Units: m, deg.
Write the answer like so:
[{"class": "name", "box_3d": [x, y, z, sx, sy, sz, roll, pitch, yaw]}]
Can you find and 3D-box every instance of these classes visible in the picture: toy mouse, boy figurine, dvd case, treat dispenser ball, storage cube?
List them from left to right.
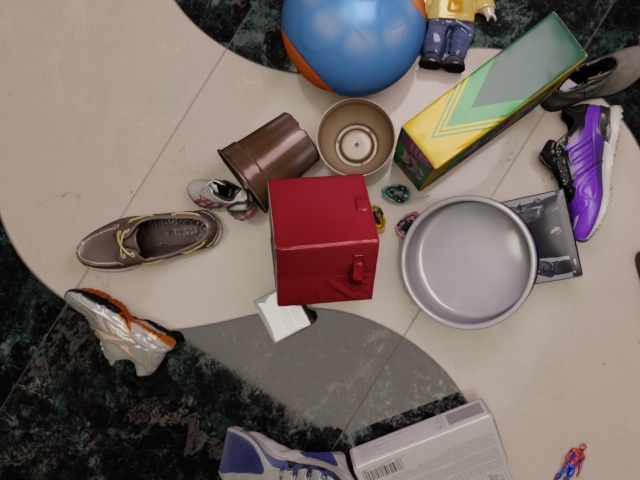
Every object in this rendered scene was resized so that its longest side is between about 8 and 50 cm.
[{"class": "storage cube", "box_3d": [0.000, 0.000, 1.345, 0.193, 0.183, 0.215, -4, 49, -5]}, {"class": "treat dispenser ball", "box_3d": [0.065, -0.431, 1.353, 0.288, 0.288, 0.288, 0, 88, 4]}, {"class": "toy mouse", "box_3d": [0.169, -0.065, 1.455, 0.143, 0.031, 0.161, -31, 93, 11]}, {"class": "boy figurine", "box_3d": [0.289, -0.502, 1.441, 0.177, 0.092, 0.285, 12, 92, 7]}, {"class": "dvd case", "box_3d": [0.397, 0.007, 1.406, 0.239, 0.029, 0.179, -12, 87, 24]}]

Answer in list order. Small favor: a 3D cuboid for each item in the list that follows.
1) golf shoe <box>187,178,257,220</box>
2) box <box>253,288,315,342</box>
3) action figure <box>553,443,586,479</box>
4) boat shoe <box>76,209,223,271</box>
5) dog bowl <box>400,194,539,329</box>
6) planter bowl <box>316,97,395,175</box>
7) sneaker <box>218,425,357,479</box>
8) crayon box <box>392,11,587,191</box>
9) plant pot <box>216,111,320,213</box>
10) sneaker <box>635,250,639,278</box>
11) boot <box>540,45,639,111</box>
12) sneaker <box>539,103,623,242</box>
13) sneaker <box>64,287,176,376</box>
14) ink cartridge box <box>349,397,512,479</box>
[{"class": "golf shoe", "box_3d": [-0.215, -0.106, 1.437, 0.186, 0.086, 0.067, 17, 59, 33]}, {"class": "box", "box_3d": [-0.075, 0.151, 1.435, 0.087, 0.101, 0.102, -29, 85, 3]}, {"class": "action figure", "box_3d": [0.520, 0.473, 1.419, 0.038, 0.030, 0.115, 32, 88, 10]}, {"class": "boat shoe", "box_3d": [-0.377, -0.001, 1.463, 0.324, 0.097, 0.116, -9, 87, 4]}, {"class": "dog bowl", "box_3d": [0.301, 0.041, 1.373, 0.265, 0.104, 0.264, 1, 93, 22]}, {"class": "planter bowl", "box_3d": [0.076, -0.207, 1.434, 0.162, 0.109, 0.162, 0, 87, 5]}, {"class": "sneaker", "box_3d": [-0.046, 0.488, 1.412, 0.316, 0.182, 0.127, 13, 87, 34]}, {"class": "crayon box", "box_3d": [0.295, -0.239, 1.293, 0.313, 0.363, 0.106, -36, 86, 2]}, {"class": "plant pot", "box_3d": [-0.101, -0.171, 1.426, 0.165, 0.167, 0.167, -38, 86, -5]}, {"class": "sneaker", "box_3d": [0.734, 0.117, 1.389, 0.118, 0.083, 0.222, -12, 86, 3]}, {"class": "boot", "box_3d": [0.571, -0.335, 1.378, 0.247, 0.161, 0.083, -24, 87, 3]}, {"class": "sneaker", "box_3d": [0.523, -0.144, 1.412, 0.146, 0.102, 0.293, 11, 84, 8]}, {"class": "sneaker", "box_3d": [-0.450, 0.200, 1.465, 0.262, 0.099, 0.121, 31, 95, 6]}, {"class": "ink cartridge box", "box_3d": [0.242, 0.493, 1.415, 0.296, 0.066, 0.261, -21, 113, 2]}]
